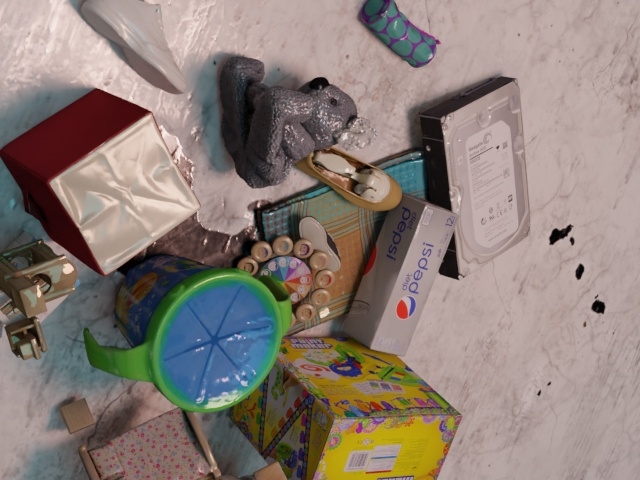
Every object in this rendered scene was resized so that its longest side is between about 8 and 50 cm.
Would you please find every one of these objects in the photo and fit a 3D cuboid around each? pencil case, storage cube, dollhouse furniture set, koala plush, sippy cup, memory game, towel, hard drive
[{"bbox_3d":[0.141,-0.371,2.038,0.070,0.064,0.152,-42,131,15],"label":"pencil case"},{"bbox_3d":[-0.330,-0.089,1.725,0.215,0.193,0.183,-37,124,-20],"label":"storage cube"},{"bbox_3d":[-0.386,0.102,1.641,0.101,0.182,0.160,-21,114,-25],"label":"dollhouse furniture set"},{"bbox_3d":[-0.034,-0.197,1.911,0.221,0.196,0.203,-15,126,-31],"label":"koala plush"},{"bbox_3d":[-0.216,0.130,1.864,0.305,0.224,0.240,26,90,-39],"label":"sippy cup"},{"bbox_3d":[-0.064,0.076,2.041,0.186,0.012,0.186,-4,115,-9],"label":"memory game"},{"bbox_3d":[-0.209,0.347,1.829,0.303,0.355,0.174,-24,163,-16],"label":"dollhouse furniture set"},{"bbox_3d":[0.062,0.006,2.135,0.370,0.040,0.271,-22,117,-27],"label":"towel"},{"bbox_3d":[0.306,-0.121,2.221,0.237,0.064,0.338,-29,120,-37],"label":"hard drive"}]

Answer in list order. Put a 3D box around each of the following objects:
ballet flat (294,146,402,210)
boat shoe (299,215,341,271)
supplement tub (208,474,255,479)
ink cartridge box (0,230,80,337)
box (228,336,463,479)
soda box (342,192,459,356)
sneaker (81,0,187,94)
[{"bbox_3d":[0.057,-0.110,2.032,0.232,0.073,0.080,22,84,-24],"label":"ballet flat"},{"bbox_3d":[0.000,0.000,2.046,0.046,0.038,0.125,-24,122,18],"label":"boat shoe"},{"bbox_3d":[-0.219,0.540,2.008,0.316,0.228,0.228,-10,112,-33],"label":"supplement tub"},{"bbox_3d":[-0.459,0.075,1.755,0.143,0.092,0.090,-46,126,-13],"label":"ink cartridge box"},{"bbox_3d":[0.041,0.312,2.065,0.290,0.279,0.177,5,113,-36],"label":"box"},{"bbox_3d":[0.147,0.062,2.128,0.091,0.098,0.286,16,99,-37],"label":"soda box"},{"bbox_3d":[-0.264,-0.316,1.769,0.212,0.080,0.094,47,66,-36],"label":"sneaker"}]
